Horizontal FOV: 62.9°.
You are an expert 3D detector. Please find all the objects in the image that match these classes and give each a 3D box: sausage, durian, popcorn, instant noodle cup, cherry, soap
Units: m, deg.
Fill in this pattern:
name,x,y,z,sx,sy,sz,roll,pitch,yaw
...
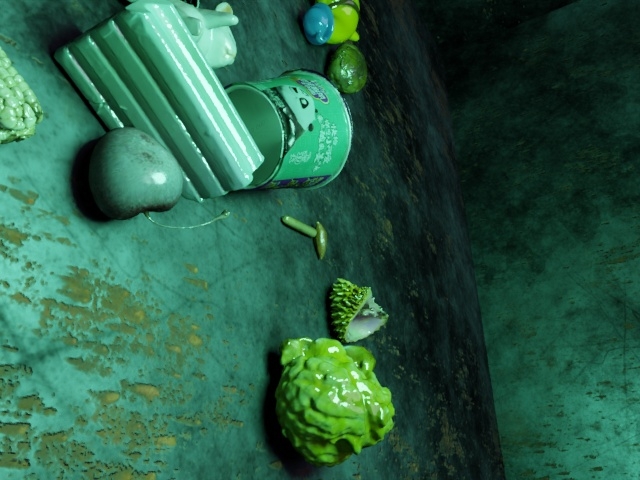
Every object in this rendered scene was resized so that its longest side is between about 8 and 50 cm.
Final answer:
name,x,y,z,sx,sy,sz,roll,pitch,yaw
sausage,-0.048,-0.033,1.223,0.132,0.024,0.024,26,54,-57
durian,0.090,0.172,1.269,0.182,0.132,0.165,-14,101,-74
popcorn,0.015,0.291,0.996,0.237,0.206,0.251,-12,69,-47
instant noodle cup,-0.091,-0.206,1.011,0.190,0.251,0.251,-23,98,-55
cherry,-0.240,-0.100,0.761,0.188,0.115,0.148,-17,56,-33
soap,-0.232,-0.199,0.790,0.289,0.173,0.095,59,30,-28

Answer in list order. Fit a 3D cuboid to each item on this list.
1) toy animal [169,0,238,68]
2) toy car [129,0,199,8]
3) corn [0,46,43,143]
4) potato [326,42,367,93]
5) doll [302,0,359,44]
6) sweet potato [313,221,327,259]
name,x,y,z,sx,sy,sz,roll,pitch,yaw
toy animal,-0.208,-0.361,0.952,0.138,0.140,0.282,38,28,16
toy car,-0.292,-0.458,0.937,0.205,0.056,0.095,-34,107,-65
corn,-0.395,-0.206,0.581,0.210,0.087,0.087,66,28,-20
potato,0.092,-0.544,1.650,0.149,0.113,0.251,65,29,-22
doll,0.048,-0.683,1.605,0.199,0.145,0.363,43,41,-19
sweet potato,0.000,0.000,1.289,0.034,0.034,0.095,0,87,-62
